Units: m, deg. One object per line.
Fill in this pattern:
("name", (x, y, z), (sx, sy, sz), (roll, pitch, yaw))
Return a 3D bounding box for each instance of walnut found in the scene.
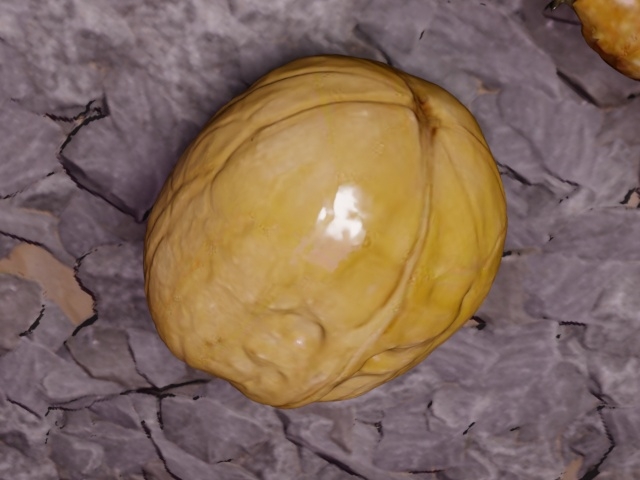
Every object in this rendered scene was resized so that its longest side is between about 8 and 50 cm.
("walnut", (0.000, 0.000, 0.757), (0.193, 0.193, 0.226), (36, 123, -16))

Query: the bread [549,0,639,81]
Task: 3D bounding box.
("bread", (0.292, -0.151, 0.581), (0.279, 0.207, 0.279), (31, 123, -11))
